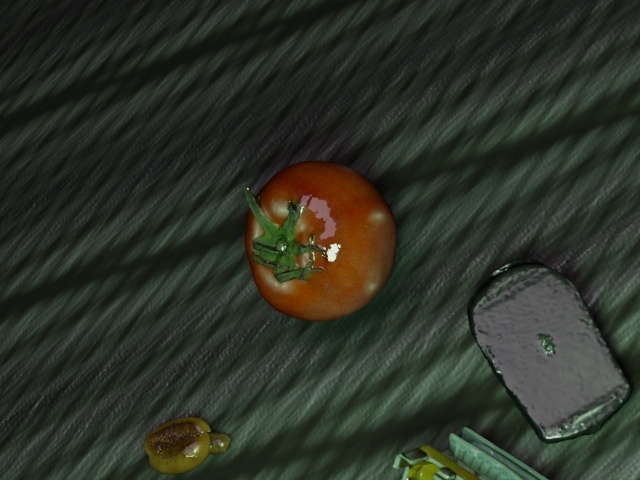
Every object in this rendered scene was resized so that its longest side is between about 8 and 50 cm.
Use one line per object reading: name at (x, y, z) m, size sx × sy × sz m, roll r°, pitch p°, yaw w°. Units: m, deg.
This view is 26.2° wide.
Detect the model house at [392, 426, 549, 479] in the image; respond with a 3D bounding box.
model house at (0.213, 0.387, 1.861) m, size 0.224 × 0.215 × 0.198 m, roll 29°, pitch 115°, yaw 37°

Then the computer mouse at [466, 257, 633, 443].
computer mouse at (0.332, 0.163, 2.026) m, size 0.168 × 0.087 × 0.295 m, roll -28°, pitch 65°, yaw 0°

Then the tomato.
tomato at (0.000, 0.000, 2.182) m, size 0.256 × 0.224 × 0.255 m, roll 9°, pitch 103°, yaw 41°

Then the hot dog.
hot dog at (-0.215, 0.328, 2.208) m, size 0.140 × 0.060 × 0.090 m, roll -27°, pitch 56°, yaw 17°
